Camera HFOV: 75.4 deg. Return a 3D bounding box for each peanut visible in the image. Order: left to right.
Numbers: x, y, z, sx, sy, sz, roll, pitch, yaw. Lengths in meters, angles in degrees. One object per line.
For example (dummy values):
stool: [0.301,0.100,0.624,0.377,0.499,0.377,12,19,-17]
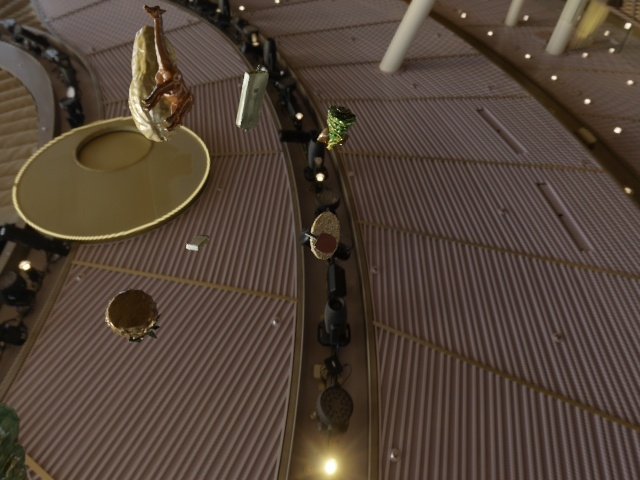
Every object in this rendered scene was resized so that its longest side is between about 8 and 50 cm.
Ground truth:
peanut: [-0.462,-0.438,1.155,0.149,0.149,0.314,-1,-96,-4]

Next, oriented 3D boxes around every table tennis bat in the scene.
table tennis bat: [0.000,0.000,1.010,0.083,0.007,0.050,30,-100,12]

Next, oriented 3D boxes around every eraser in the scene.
eraser: [-0.379,0.006,1.287,0.038,0.019,0.083,7,-158,10]

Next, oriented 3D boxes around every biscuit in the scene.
biscuit: [0.016,-0.015,1.288,0.020,0.152,0.152,8,-135,36]

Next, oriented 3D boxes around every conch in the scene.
conch: [-0.589,0.357,0.686,0.188,0.122,0.176,2,-142,13]

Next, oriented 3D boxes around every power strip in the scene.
power strip: [-0.220,-0.457,1.331,0.080,0.227,0.029,-22,-124,-41]

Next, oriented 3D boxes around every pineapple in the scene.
pineapple: [-0.502,0.216,1.137,0.128,0.248,0.128,5,-114,-11]

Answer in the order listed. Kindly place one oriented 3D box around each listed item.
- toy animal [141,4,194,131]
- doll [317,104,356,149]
toy animal: [-0.378,-0.410,0.999,0.066,0.224,0.230,4,-115,29]
doll: [0.044,-0.271,1.030,0.078,0.113,0.077,4,-152,-21]
